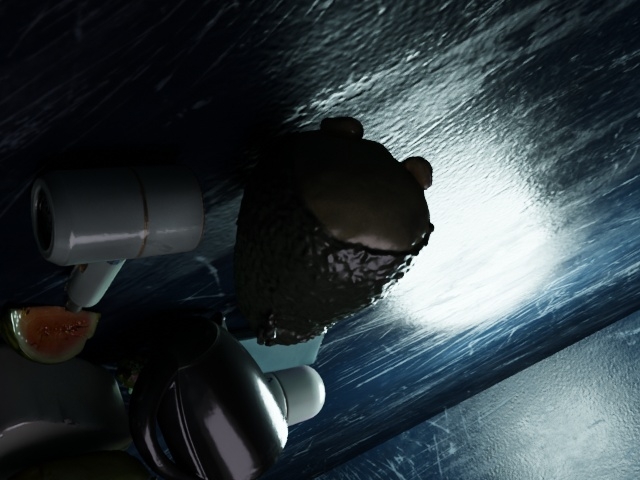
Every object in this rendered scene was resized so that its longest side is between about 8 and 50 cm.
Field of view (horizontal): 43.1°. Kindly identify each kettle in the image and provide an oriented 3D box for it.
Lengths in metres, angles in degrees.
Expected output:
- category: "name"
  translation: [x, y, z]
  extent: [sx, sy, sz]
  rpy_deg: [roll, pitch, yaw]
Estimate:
- category: "kettle"
  translation: [-0.205, 0.275, 1.357]
  extent: [0.268, 0.207, 0.290]
  rpy_deg: [-54, 138, -41]

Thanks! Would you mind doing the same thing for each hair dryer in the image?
- category: "hair dryer"
  translation: [-0.285, 0.028, 1.010]
  extent: [0.173, 0.108, 0.357]
  rpy_deg: [-5, 155, -33]

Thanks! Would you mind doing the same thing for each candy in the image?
- category: "candy"
  translation: [-0.339, 0.252, 1.455]
  extent: [0.062, 0.058, 0.194]
  rpy_deg: [11, 155, -11]

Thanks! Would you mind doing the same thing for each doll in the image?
- category: "doll"
  translation: [0.000, 0.000, 1.066]
  extent: [0.247, 0.247, 0.349]
  rpy_deg: [-9, 148, -32]

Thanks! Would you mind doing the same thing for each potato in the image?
- category: "potato"
  translation: [-0.392, 0.421, 1.239]
  extent: [0.246, 0.196, 0.299]
  rpy_deg: [-56, 176, 13]

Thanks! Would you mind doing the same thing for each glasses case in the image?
- category: "glasses case"
  translation: [-0.116, 0.205, 1.580]
  extent: [0.266, 0.056, 0.105]
  rpy_deg: [-5, 124, -38]

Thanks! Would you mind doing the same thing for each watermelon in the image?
- category: "watermelon"
  translation: [-0.391, 0.144, 1.153]
  extent: [0.087, 0.069, 0.163]
  rpy_deg: [-36, 156, 24]

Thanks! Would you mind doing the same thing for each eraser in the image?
- category: "eraser"
  translation: [-0.502, 0.308, 1.284]
  extent: [0.331, 0.150, 0.331]
  rpy_deg: [-24, 156, -11]

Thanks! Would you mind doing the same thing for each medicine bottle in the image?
- category: "medicine bottle"
  translation: [-0.146, 0.355, 1.736]
  extent: [0.340, 0.130, 0.130]
  rpy_deg: [-10, 151, -30]
